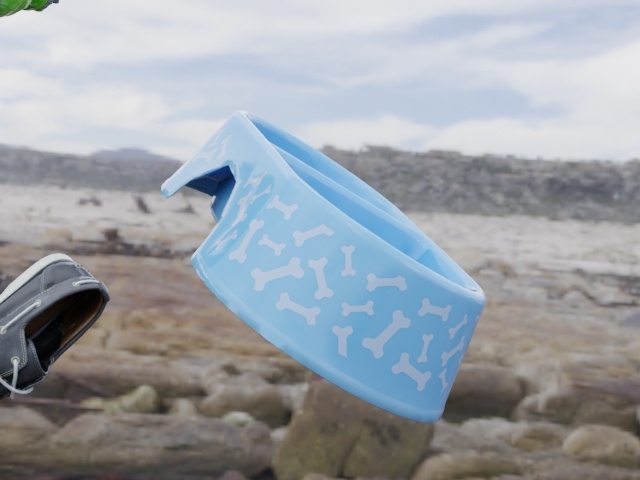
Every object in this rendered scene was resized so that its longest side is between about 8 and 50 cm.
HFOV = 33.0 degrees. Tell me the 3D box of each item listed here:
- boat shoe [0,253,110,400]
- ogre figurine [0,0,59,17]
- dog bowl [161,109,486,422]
[{"bbox_3d":[-0.301,0.112,1.031,0.079,0.233,0.084,30,-23,33],"label":"boat shoe"},{"bbox_3d":[-0.264,-0.213,0.798,0.118,0.097,0.197,45,-1,-4],"label":"ogre figurine"},{"bbox_3d":[0.000,0.000,0.661,0.166,0.074,0.297,30,9,-23],"label":"dog bowl"}]
